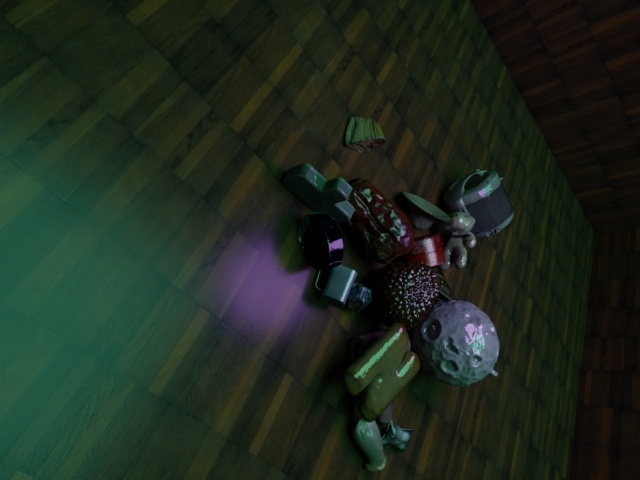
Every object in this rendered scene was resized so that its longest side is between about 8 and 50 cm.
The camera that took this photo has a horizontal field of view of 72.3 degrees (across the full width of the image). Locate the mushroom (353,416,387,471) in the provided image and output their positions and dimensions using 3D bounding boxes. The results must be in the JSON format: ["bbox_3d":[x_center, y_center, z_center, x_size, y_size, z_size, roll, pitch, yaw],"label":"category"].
[{"bbox_3d":[0.171,0.697,1.514,0.097,0.088,0.213,-64,133,-64],"label":"mushroom"}]

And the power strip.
[{"bbox_3d":[0.018,-0.158,1.470,0.265,0.193,0.059,41,59,-30],"label":"power strip"}]

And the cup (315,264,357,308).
[{"bbox_3d":[0.046,0.148,1.505,0.128,0.095,0.130,22,64,2],"label":"cup"}]

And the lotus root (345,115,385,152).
[{"bbox_3d":[0.177,-0.417,1.745,0.159,0.095,0.135,4,69,-1],"label":"lotus root"}]

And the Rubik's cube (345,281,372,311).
[{"bbox_3d":[0.132,0.202,1.571,0.111,0.093,0.111,7,79,-41],"label":"Rubik's cube"}]

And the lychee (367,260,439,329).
[{"bbox_3d":[0.311,0.188,1.612,0.271,0.271,0.272,10,75,-41],"label":"lychee"}]

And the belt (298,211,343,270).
[{"bbox_3d":[0.000,0.000,1.455,0.078,0.151,0.199,-13,81,-39],"label":"belt"}]

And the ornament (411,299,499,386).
[{"bbox_3d":[0.521,0.394,1.722,0.336,0.336,0.338,10,75,-41],"label":"ornament"}]

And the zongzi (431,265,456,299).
[{"bbox_3d":[0.537,0.182,1.961,0.187,0.084,0.184,39,48,-39],"label":"zongzi"}]

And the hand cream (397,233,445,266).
[{"bbox_3d":[0.404,0.048,1.784,0.193,0.193,0.126,-11,90,-43],"label":"hand cream"}]

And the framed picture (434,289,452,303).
[{"bbox_3d":[0.512,0.256,1.894,0.149,0.109,0.011,36,57,-32],"label":"framed picture"}]

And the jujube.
[{"bbox_3d":[0.202,-0.076,1.626,0.342,0.216,0.216,50,52,-6],"label":"jujube"}]

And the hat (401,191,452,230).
[{"bbox_3d":[0.432,-0.104,1.885,0.251,0.252,0.110,12,115,-40],"label":"hat"}]

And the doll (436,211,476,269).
[{"bbox_3d":[0.584,-0.007,1.913,0.149,0.174,0.279,68,30,-63],"label":"doll"}]

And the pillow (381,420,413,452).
[{"bbox_3d":[0.285,0.729,1.627,0.135,0.091,0.055,35,17,-30],"label":"pillow"}]

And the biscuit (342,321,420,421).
[{"bbox_3d":[0.215,0.443,1.473,0.290,0.062,0.237,-38,119,-25],"label":"biscuit"}]

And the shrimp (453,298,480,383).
[{"bbox_3d":[0.668,0.445,1.973,0.171,0.137,0.373,-10,87,-26],"label":"shrimp"}]

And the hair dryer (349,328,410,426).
[{"bbox_3d":[0.217,0.504,1.584,0.210,0.125,0.353,-1,89,-42],"label":"hair dryer"}]

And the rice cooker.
[{"bbox_3d":[0.743,-0.178,2.083,0.288,0.288,0.277,-46,111,-38],"label":"rice cooker"}]
